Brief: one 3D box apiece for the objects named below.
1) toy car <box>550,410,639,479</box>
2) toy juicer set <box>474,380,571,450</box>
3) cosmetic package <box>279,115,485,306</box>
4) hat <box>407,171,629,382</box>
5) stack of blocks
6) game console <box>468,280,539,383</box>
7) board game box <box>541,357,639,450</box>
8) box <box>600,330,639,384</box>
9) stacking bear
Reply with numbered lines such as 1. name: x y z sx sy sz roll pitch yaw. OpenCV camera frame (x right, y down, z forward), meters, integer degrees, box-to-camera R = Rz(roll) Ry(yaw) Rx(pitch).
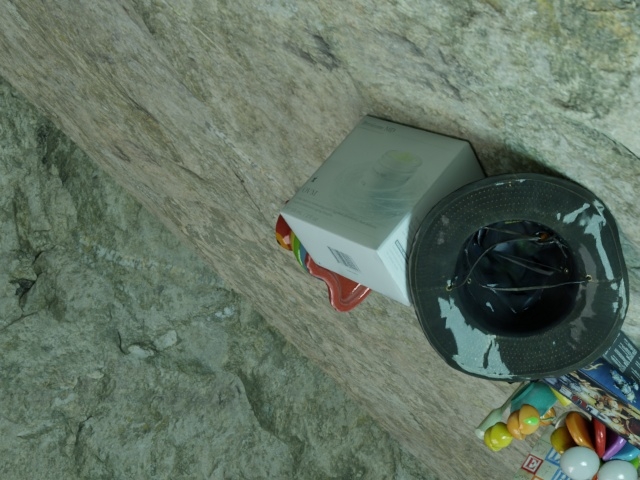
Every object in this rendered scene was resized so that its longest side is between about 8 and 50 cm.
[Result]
1. toy car: 0.555 0.395 1.769 0.182 0.159 0.136 20 120 -4
2. toy juicer set: 0.420 0.367 1.845 0.089 0.209 0.329 47 164 7
3. cosmetic package: 0.102 -0.054 1.378 0.224 0.224 0.138 23 155 45
4. hat: 0.279 0.039 1.300 0.331 0.331 0.134 43 -159 -12
5. stack of blocks: 0.604 0.556 2.015 0.297 0.171 0.087 20 155 47
6. game console: 0.339 0.175 1.673 0.361 0.044 0.213 39 -154 -58
7. board game box: 0.482 0.261 1.498 0.243 0.042 0.165 35 163 16
8. box: 0.483 0.219 1.570 0.270 0.060 0.216 45 164 -18
9. stacking bear: 0.000 0.000 1.892 0.289 0.164 0.175 36 162 55
